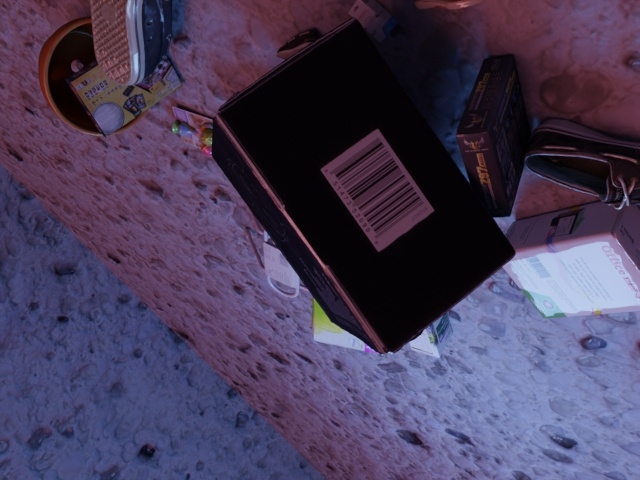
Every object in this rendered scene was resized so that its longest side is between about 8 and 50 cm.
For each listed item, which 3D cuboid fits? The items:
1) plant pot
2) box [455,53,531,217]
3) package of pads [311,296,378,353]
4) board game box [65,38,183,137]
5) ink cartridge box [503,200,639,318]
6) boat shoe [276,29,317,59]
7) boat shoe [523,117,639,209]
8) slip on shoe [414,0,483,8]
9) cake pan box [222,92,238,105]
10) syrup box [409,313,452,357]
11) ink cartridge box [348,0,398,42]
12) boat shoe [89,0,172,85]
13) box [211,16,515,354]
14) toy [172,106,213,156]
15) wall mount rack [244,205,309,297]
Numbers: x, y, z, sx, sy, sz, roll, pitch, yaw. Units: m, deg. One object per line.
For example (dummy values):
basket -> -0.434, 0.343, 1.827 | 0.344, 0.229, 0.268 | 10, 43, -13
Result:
plant pot -> -0.596, -0.434, 1.765 | 0.203, 0.291, 0.291 | 29, 152, 46
box -> 0.306, -0.182, 1.185 | 0.059, 0.233, 0.183 | -1, 134, 29
package of pads -> 0.086, 0.217, 2.031 | 0.229, 0.101, 0.297 | 10, 143, 9
board game box -> -0.484, -0.395, 1.706 | 0.042, 0.243, 0.165 | 31, 153, 46
ink cartridge box -> 0.529, 0.042, 1.371 | 0.201, 0.117, 0.278 | 48, 148, -17
boat shoe -> -0.050, -0.410, 1.438 | 0.046, 0.038, 0.125 | 6, 175, -35
boat shoe -> 0.514, -0.107, 1.183 | 0.335, 0.119, 0.121 | 20, 145, 27
slip on shoe -> 0.217, -0.417, 1.149 | 0.135, 0.051, 0.041 | 16, 132, 42
cake pan box -> -0.097, -0.240, 1.691 | 0.245, 0.070, 0.267 | 13, 142, 31
syrup box -> 0.283, 0.207, 1.870 | 0.096, 0.093, 0.237 | 12, 141, 36
ink cartridge box -> 0.099, -0.419, 1.282 | 0.083, 0.028, 0.048 | 41, 149, -6
boat shoe -> -0.398, -0.572, 1.478 | 0.186, 0.156, 0.500 | 33, 138, 17
box -> 0.041, -0.083, 1.304 | 0.480, 0.297, 0.472 | 55, 171, -6
toy -> -0.309, -0.272, 1.875 | 0.237, 0.056, 0.137 | 25, 149, 21
wall mount rack -> -0.130, 0.010, 2.012 | 0.304, 0.130, 0.350 | 25, 147, 14
